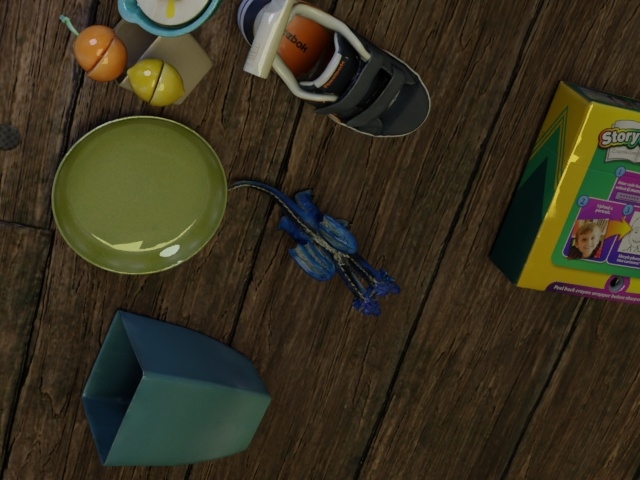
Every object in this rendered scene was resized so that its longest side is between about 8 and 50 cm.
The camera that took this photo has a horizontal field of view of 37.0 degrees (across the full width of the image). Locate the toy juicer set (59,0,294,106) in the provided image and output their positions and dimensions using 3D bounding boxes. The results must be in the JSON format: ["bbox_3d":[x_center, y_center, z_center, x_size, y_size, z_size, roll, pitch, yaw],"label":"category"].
[{"bbox_3d":[-0.162,-0.259,1.080,0.328,0.089,0.209,3,92,23],"label":"toy juicer set"}]

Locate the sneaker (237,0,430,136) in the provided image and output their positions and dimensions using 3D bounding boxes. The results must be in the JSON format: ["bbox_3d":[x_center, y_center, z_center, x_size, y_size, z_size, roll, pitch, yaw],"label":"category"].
[{"bbox_3d":[0.034,-0.220,1.296,0.321,0.127,0.126,26,105,-29],"label":"sneaker"}]

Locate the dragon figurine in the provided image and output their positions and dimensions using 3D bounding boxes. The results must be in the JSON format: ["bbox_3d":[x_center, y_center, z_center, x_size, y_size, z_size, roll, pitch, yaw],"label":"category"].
[{"bbox_3d":[0.000,0.000,1.388,0.085,0.144,0.289,-46,121,8],"label":"dragon figurine"}]

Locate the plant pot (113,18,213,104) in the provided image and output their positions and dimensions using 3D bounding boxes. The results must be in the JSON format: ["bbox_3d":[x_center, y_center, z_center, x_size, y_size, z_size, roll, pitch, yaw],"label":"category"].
[{"bbox_3d":[-0.204,-0.237,1.225,0.109,0.109,0.096,-48,133,10],"label":"plant pot"}]

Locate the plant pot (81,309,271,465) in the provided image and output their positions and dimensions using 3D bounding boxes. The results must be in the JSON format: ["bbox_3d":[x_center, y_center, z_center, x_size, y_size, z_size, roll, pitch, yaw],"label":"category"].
[{"bbox_3d":[-0.209,0.233,1.443,0.234,0.166,0.166,14,112,-33],"label":"plant pot"}]

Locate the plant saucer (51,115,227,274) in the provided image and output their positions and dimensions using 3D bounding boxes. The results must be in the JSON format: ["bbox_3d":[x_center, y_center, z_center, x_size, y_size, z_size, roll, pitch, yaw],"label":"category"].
[{"bbox_3d":[-0.251,-0.066,1.335,0.240,0.037,0.241,-8,118,-14],"label":"plant saucer"}]

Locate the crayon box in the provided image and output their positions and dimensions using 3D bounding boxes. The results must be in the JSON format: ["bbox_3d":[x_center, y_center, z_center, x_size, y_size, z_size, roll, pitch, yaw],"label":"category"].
[{"bbox_3d":[0.497,-0.061,1.541,0.362,0.106,0.313,9,113,-22],"label":"crayon box"}]
